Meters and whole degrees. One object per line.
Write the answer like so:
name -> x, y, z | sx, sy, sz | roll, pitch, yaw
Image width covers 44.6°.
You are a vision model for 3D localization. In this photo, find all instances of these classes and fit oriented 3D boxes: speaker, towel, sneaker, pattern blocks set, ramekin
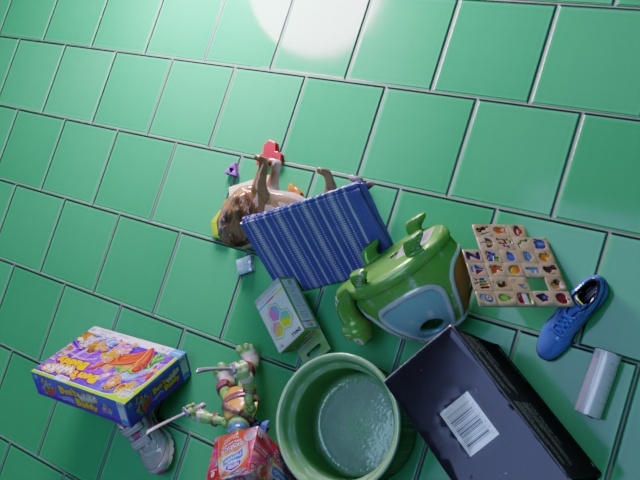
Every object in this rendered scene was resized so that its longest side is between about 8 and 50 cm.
speaker -> 0.553, 0.285, 1.555 | 0.055, 0.055, 0.136 | 18, 87, 32
towel -> 0.000, 0.000, 1.872 | 0.336, 0.243, 0.040 | -16, 28, 26
sneaker -> 0.509, 0.155, 1.601 | 0.069, 0.082, 0.209 | 42, 100, 29
sneaker -> -0.474, 0.499, 2.047 | 0.103, 0.111, 0.252 | -40, 61, 15
pattern blocks set -> -0.175, -0.081, 2.083 | 0.285, 0.026, 0.325 | -30, 64, 20
ramekin -> 0.066, 0.409, 1.743 | 0.303, 0.148, 0.303 | -8, 73, 27

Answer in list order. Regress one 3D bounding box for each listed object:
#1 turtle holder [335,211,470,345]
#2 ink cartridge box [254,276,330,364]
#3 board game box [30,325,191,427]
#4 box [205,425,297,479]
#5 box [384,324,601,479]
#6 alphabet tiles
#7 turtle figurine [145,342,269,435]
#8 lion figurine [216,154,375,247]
turtle holder -> 0.179, 0.115, 1.702 | 0.320, 0.243, 0.227 | -37, 99, -3
ink cartridge box -> -0.071, 0.203, 1.900 | 0.109, 0.062, 0.209 | -46, 62, 35
board game box -> -0.551, 0.351, 2.063 | 0.347, 0.233, 0.078 | 9, 121, 31
box -> -0.129, 0.547, 1.742 | 0.122, 0.257, 0.128 | -22, 33, 23
box -> 0.337, 0.365, 1.506 | 0.179, 0.312, 0.343 | -43, 60, 13
alphabet tiles -> 0.399, 0.049, 1.629 | 0.198, 0.009, 0.237 | 1, 44, -7
turtle figurine -> -0.239, 0.340, 1.853 | 0.274, 0.266, 0.198 | 13, 111, -6
lion figurine -> -0.070, -0.073, 1.939 | 0.392, 0.142, 0.240 | 12, 94, 20
